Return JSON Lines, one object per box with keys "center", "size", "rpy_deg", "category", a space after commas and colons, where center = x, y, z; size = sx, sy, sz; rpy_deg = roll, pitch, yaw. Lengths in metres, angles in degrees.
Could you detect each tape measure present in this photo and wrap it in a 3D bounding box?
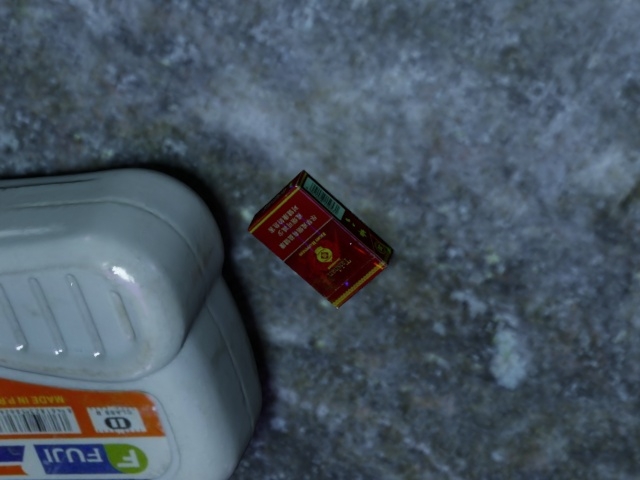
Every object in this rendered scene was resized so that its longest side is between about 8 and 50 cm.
{"center": [-0.181, 0.063, 1.166], "size": [0.258, 0.130, 0.265], "rpy_deg": [-4, 125, 19], "category": "tape measure"}

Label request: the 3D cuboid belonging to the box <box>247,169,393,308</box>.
{"center": [0.000, 0.000, 1.141], "size": [0.082, 0.023, 0.051], "rpy_deg": [41, 122, -12], "category": "box"}
